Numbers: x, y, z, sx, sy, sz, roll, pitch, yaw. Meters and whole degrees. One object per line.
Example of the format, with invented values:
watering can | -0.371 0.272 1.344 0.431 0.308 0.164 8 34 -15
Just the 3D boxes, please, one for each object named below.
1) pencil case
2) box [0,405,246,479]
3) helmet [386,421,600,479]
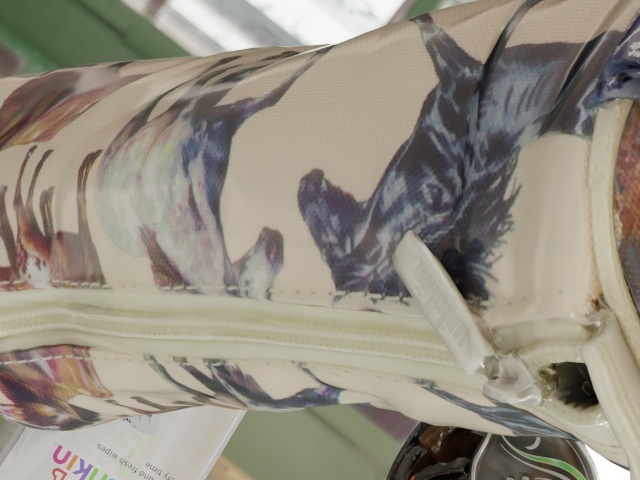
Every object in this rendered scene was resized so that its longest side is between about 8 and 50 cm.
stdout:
pencil case | 0.000 0.000 0.613 0.183 0.160 0.410 -23 -166 -42
box | -0.139 0.109 1.170 0.231 0.127 0.262 -59 -171 -12
helmet | 0.152 0.216 1.357 0.169 0.161 0.169 -42 -161 18
